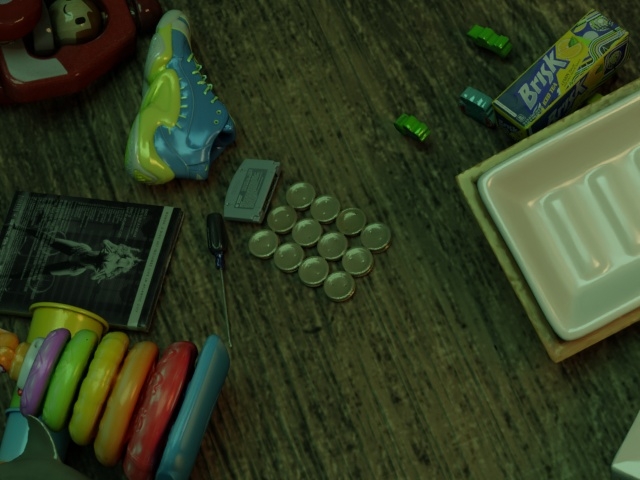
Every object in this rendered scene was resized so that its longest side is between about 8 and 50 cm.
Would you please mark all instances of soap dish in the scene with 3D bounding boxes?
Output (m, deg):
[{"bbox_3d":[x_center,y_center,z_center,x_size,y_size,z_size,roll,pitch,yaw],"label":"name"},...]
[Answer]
[{"bbox_3d":[0.323,-0.033,1.802,0.290,0.118,0.229,-28,83,-1],"label":"soap dish"}]

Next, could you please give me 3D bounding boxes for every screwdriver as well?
[{"bbox_3d":[-0.117,0.047,1.952,0.025,0.024,0.170,-20,65,36],"label":"screwdriver"}]

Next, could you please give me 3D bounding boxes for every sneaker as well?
[{"bbox_3d":[-0.159,-0.168,2.038,0.126,0.091,0.240,11,66,-3],"label":"sneaker"}]

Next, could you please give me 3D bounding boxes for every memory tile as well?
[{"bbox_3d":[0.000,0.000,1.949,0.148,0.012,0.113,29,74,24],"label":"memory tile"}]

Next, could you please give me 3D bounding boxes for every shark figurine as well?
[{"bbox_3d":[-0.334,0.241,1.753,0.278,0.166,0.116,2,96,9],"label":"shark figurine"}]

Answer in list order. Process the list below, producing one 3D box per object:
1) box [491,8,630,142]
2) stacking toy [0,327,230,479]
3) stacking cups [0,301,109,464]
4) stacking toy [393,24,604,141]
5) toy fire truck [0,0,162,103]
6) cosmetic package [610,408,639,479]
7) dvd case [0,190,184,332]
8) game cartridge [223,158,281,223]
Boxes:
[{"bbox_3d":[0.274,-0.182,1.898,0.169,0.054,0.059,-43,60,-11],"label":"box"},{"bbox_3d":[-0.263,0.151,1.795,0.301,0.175,0.166,21,67,-2],"label":"stacking toy"},{"bbox_3d":[-0.316,0.233,1.873,0.096,0.096,0.316,5,71,15],"label":"stacking cups"},{"bbox_3d":[0.216,-0.139,1.951,0.221,0.052,0.167,34,74,27],"label":"stacking toy"},{"bbox_3d":[-0.341,-0.319,2.110,0.253,0.169,0.302,-15,61,-16],"label":"toy fire truck"},{"bbox_3d":[0.439,0.206,1.672,0.224,0.138,0.224,24,68,21],"label":"cosmetic package"},{"bbox_3d":[-0.287,0.023,1.993,0.221,0.018,0.165,6,61,16],"label":"dvd case"},{"bbox_3d":[-0.083,-0.059,1.988,0.056,0.017,0.083,8,63,25],"label":"game cartridge"}]
